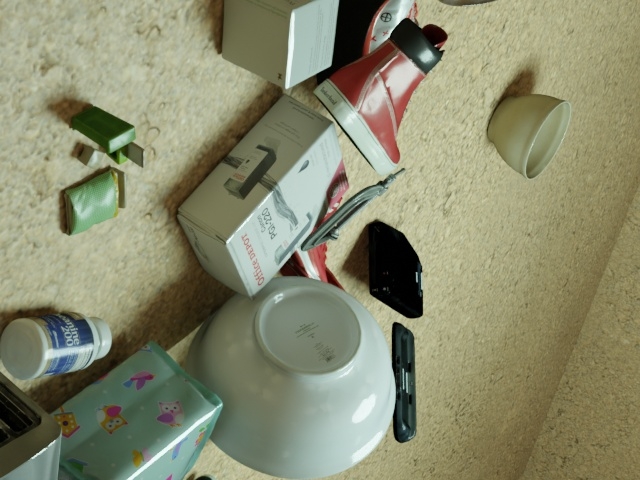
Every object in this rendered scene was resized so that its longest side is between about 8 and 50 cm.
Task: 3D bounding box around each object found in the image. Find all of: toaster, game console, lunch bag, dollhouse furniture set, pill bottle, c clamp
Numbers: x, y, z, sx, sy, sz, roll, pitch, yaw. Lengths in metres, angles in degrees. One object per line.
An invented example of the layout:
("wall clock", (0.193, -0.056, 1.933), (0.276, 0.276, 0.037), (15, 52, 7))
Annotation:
("toaster", (-0.358, 0.220, 1.029), (0.168, 0.185, 0.110), (-29, 146, -46))
("game console", (0.131, 0.160, 1.809), (0.213, 0.043, 0.362), (35, 51, -64))
("lunch bag", (-0.262, 0.293, 1.320), (0.223, 0.160, 0.262), (-35, 157, -47))
("dollhouse furniture set", (-0.223, -0.064, 1.112), (0.076, 0.058, 0.152), (-35, 146, -40))
("pill bottle", (-0.289, 0.114, 1.174), (0.120, 0.067, 0.067), (-3, 120, -61))
("c clamp", (0.043, -0.038, 1.461), (0.160, 0.022, 0.137), (-42, 172, 22))

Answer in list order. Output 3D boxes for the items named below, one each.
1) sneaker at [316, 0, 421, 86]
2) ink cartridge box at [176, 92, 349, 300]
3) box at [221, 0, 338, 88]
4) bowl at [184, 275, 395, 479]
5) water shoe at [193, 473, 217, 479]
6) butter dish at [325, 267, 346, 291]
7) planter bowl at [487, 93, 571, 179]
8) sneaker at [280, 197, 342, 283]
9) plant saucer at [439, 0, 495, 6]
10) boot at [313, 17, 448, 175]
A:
("sneaker", (0.092, -0.310, 1.390), (0.145, 0.090, 0.270), (-19, 137, -55))
("ink cartridge box", (-0.069, -0.054, 1.368), (0.218, 0.092, 0.159), (-48, 153, -18))
("box", (-0.046, -0.243, 1.192), (0.087, 0.101, 0.102), (-35, 144, -40))
("bowl", (-0.028, 0.152, 1.405), (0.298, 0.298, 0.134), (-40, 159, -35))
("water shoe", (-0.229, 0.440, 1.630), (0.203, 0.073, 0.080), (-49, 151, -21))
("butter dish", (0.000, 0.152, 1.689), (0.118, 0.160, 0.160), (-19, 138, -21))
("planter bowl", (0.386, -0.211, 2.008), (0.162, 0.109, 0.162), (-43, 151, -31))
("sneaker", (0.000, 0.000, 1.560), (0.128, 0.087, 0.221), (-50, 154, -16))
("plant saucer", (0.244, -0.394, 1.545), (0.168, 0.029, 0.168), (-12, 167, -3))
("boot", (0.104, -0.185, 1.359), (0.176, 0.088, 0.244), (-40, 158, 2))
